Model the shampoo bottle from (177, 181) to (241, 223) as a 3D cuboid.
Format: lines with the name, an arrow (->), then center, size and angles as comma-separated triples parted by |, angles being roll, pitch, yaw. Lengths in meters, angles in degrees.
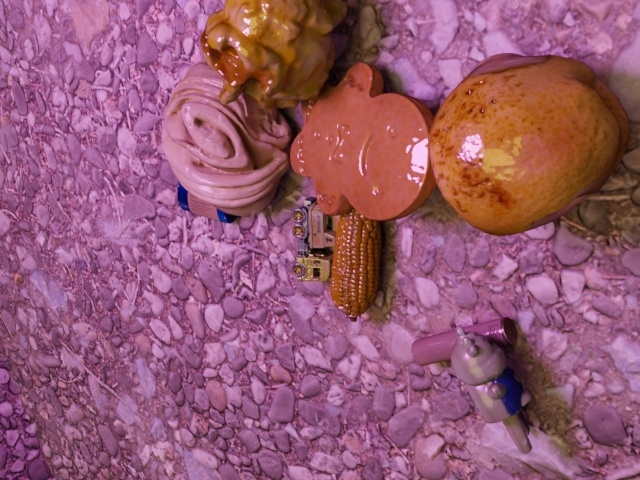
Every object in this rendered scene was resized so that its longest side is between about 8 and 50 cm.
shampoo bottle -> -0.240, -0.090, 1.444 | 0.183, 0.050, 0.087 | 16, 111, 31

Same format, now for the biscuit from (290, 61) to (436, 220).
biscuit -> 0.063, -0.162, 1.121 | 0.355, 0.052, 0.275 | 36, 117, 45

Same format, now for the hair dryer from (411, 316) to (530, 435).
hair dryer -> 0.294, 0.259, 1.187 | 0.195, 0.054, 0.220 | -21, 99, 38

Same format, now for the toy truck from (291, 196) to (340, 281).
toy truck -> 0.000, 0.000, 1.289 | 0.100, 0.077, 0.168 | 6, 106, 20

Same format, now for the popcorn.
popcorn -> -0.074, -0.338, 1.098 | 0.195, 0.255, 0.256 | 57, 167, 27

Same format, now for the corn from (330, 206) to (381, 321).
corn -> 0.068, 0.032, 1.237 | 0.097, 0.097, 0.261 | 14, 110, 32

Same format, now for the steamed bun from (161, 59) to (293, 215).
steamed bun -> -0.205, -0.197, 1.282 | 0.276, 0.203, 0.289 | 30, 123, 29

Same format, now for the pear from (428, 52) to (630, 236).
pear -> 0.291, -0.133, 0.917 | 0.271, 0.271, 0.271 | 13, 113, 32

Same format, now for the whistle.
whistle -> 0.292, 0.246, 1.088 | 0.092, 0.110, 0.244 | -31, 93, 3
